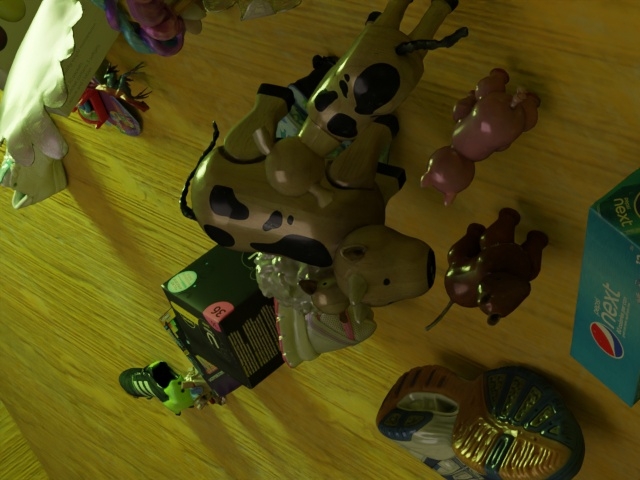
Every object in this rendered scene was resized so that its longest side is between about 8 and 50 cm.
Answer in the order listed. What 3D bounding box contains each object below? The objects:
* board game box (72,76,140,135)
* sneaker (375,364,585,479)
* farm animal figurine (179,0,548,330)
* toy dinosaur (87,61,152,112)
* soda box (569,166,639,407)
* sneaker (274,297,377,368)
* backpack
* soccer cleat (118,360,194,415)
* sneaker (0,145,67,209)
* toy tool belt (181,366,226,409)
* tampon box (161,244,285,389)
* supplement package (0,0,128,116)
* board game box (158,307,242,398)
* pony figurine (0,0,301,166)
[{"bbox_3d":[-0.295,-0.174,2.120,0.168,0.033,0.133,47,163,-25],"label":"board game box"},{"bbox_3d":[0.181,0.196,1.701,0.131,0.112,0.296,42,166,-24],"label":"sneaker"},{"bbox_3d":[0.021,-0.034,1.399,0.327,0.172,0.330,4,139,36],"label":"farm animal figurine"},{"bbox_3d":[-0.226,-0.167,1.997,0.047,0.090,0.082,49,-163,-36],"label":"toy dinosaur"},{"bbox_3d":[0.243,0.036,1.322,0.071,0.067,0.210,42,157,27],"label":"soda box"},{"bbox_3d":[0.000,0.000,1.752,0.103,0.111,0.252,-99,1,-70],"label":"sneaker"},{"bbox_3d":[0.008,-0.090,1.592,0.105,0.084,0.114,44,159,25],"label":"backpack"},{"bbox_3d":[-0.257,0.215,2.703,0.179,0.060,0.072,15,129,49],"label":"soccer cleat"},{"bbox_3d":[-0.416,-0.116,2.439,0.080,0.094,0.212,42,157,29],"label":"sneaker"},{"bbox_3d":[-0.174,0.219,2.527,0.052,0.051,0.083,36,154,37],"label":"toy tool belt"},{"bbox_3d":[-0.064,0.058,1.877,0.120,0.161,0.101,26,147,49],"label":"tampon box"},{"bbox_3d":[-0.360,-0.259,1.902,0.244,0.139,0.134,34,171,-32],"label":"supplement package"},{"bbox_3d":[-0.143,0.134,2.331,0.141,0.048,0.170,53,160,1],"label":"board game box"},{"bbox_3d":[-0.189,-0.275,1.526,0.363,0.303,0.351,61,-170,-29],"label":"pony figurine"}]
